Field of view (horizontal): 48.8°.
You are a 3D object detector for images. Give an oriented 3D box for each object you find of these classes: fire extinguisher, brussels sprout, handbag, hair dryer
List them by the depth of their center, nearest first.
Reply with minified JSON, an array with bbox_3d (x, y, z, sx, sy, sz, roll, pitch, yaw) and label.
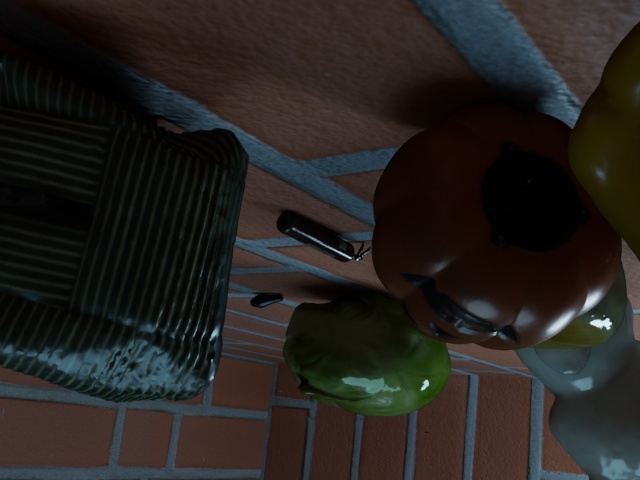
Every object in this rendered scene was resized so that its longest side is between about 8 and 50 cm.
[{"bbox_3d":[-0.226,-0.006,0.580,0.240,0.248,0.340,15,170,-28],"label":"handbag"},{"bbox_3d":[0.000,0.000,0.949,0.048,0.035,0.173,-9,157,37],"label":"fire extinguisher"},{"bbox_3d":[0.099,0.225,1.398,0.327,0.247,0.328,17,156,7],"label":"brussels sprout"},{"bbox_3d":[-0.105,0.131,1.558,0.078,0.031,0.083,-11,174,26],"label":"hair dryer"}]

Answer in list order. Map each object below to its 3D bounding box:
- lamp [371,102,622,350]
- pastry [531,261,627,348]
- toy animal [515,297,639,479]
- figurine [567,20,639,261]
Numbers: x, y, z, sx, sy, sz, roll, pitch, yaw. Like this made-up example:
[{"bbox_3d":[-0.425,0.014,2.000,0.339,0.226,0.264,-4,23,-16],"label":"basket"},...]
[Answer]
[{"bbox_3d":[0.129,-0.006,0.550,0.187,0.188,0.164,9,162,-11],"label":"lamp"},{"bbox_3d":[0.217,0.043,0.812,0.264,0.133,0.265,7,165,2],"label":"pastry"},{"bbox_3d":[0.410,0.244,1.015,0.196,0.368,0.241,-28,167,26],"label":"toy animal"},{"bbox_3d":[0.351,0.004,0.331,0.386,0.268,0.401,-1,-177,-34],"label":"figurine"}]
